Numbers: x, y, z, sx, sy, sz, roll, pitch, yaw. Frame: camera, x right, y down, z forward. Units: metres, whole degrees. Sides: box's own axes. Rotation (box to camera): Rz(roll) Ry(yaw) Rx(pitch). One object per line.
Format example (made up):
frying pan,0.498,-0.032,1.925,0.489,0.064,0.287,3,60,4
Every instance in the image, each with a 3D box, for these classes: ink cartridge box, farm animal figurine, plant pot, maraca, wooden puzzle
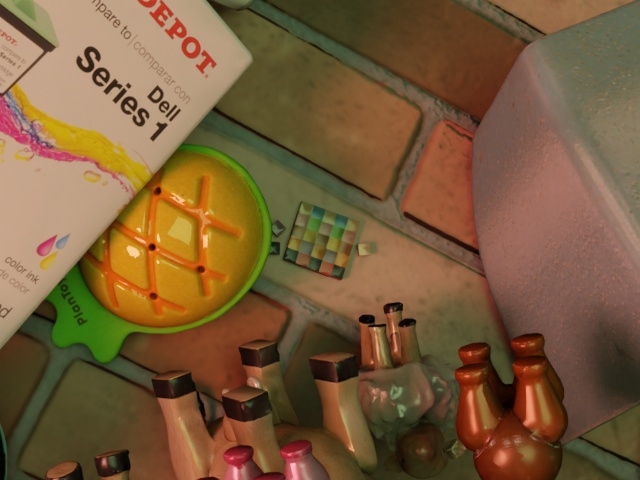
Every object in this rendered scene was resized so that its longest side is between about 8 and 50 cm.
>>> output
ink cartridge box,-0.208,-0.090,0.610,0.278,0.117,0.201,-50,132,-8
farm animal figurine,-0.020,0.169,0.587,0.330,0.327,0.172,-14,98,-15
plant pot,0.249,-0.034,0.734,0.248,0.247,0.252,-23,72,-17
maraca,-0.122,0.009,0.696,0.186,0.099,0.127,-30,89,9
wooden puzzle,0.000,0.000,0.773,0.083,0.006,0.049,20,77,-11

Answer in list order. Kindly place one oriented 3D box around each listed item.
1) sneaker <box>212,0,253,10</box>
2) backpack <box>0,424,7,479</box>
sneaker,-0.031,-0.320,0.767,0.146,0.122,0.330,37,73,-26
backpack,-0.278,0.158,0.586,0.144,0.188,0.166,4,77,22
